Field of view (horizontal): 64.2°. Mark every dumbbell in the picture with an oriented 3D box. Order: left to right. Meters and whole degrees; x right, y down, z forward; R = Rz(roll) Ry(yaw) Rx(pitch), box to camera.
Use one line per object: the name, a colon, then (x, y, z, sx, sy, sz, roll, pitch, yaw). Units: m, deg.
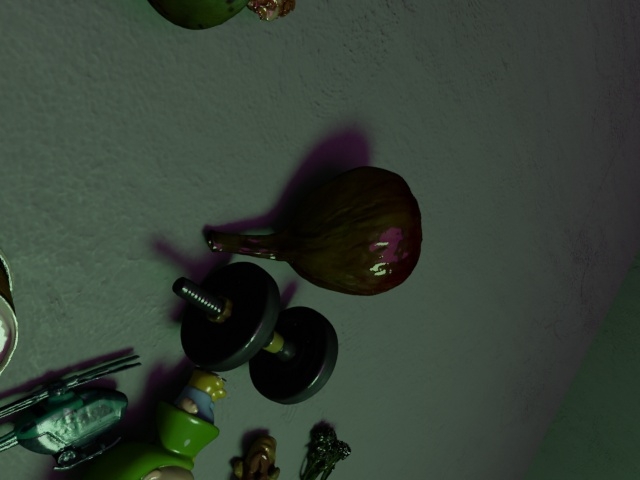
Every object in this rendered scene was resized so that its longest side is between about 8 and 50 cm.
dumbbell: (-0.078, 0.129, 0.689, 0.143, 0.143, 0.325, -56, 135, -10)

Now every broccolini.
broccolini: (-0.011, 0.445, 0.946, 0.058, 0.073, 0.201, 18, 97, -63)

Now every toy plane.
toy plane: (-0.307, 0.207, 0.566, 0.234, 0.060, 0.096, -17, 110, -42)

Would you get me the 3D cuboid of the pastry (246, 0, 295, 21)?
pastry: (-0.056, -0.338, 0.578, 0.087, 0.063, 0.170, 3, 110, -35)

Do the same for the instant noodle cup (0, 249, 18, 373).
instant noodle cup: (-0.332, 0.065, 0.435, 0.151, 0.122, 0.152, -18, 117, -40)

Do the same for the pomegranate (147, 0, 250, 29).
pomegranate: (-0.106, -0.287, 0.478, 0.169, 0.148, 0.148, -43, 135, 7)

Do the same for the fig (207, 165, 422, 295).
fig: (-0.002, -0.008, 0.737, 0.289, 0.191, 0.191, -5, 117, 1)

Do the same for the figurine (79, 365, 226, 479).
figurine: (-0.207, 0.290, 0.643, 0.263, 0.143, 0.162, -62, 175, -29)

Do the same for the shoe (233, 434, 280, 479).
shoe: (-0.105, 0.374, 0.822, 0.109, 0.072, 0.069, -60, 175, 0)
